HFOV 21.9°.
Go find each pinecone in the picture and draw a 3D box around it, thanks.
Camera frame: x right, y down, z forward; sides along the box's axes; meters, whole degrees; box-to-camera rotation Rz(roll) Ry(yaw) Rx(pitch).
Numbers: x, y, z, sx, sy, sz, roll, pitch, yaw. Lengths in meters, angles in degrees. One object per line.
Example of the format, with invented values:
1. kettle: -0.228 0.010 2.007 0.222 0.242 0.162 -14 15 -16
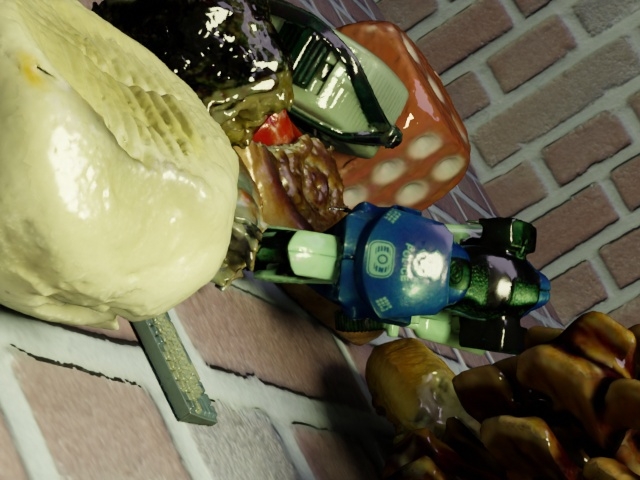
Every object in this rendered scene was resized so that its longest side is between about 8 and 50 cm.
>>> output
1. pinecone: 0.205 0.262 1.109 0.398 0.397 0.398 54 12 -17

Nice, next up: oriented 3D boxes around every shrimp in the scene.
1. shrimp: -0.132 -0.101 1.308 0.287 0.068 0.185 55 10 -5

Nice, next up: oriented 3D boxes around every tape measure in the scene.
1. tape measure: -0.022 -0.168 1.719 0.207 0.115 0.235 30 -3 31

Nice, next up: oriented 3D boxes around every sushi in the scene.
1. sushi: -0.115 -0.097 1.108 0.147 0.212 0.115 -11 80 -39

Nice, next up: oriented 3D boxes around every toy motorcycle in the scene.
1. toy motorcycle: 0.074 0.027 1.421 0.331 0.196 0.125 11 85 -49

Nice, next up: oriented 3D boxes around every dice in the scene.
1. dice: 0.058 -0.130 1.903 0.174 0.175 0.179 42 23 -53

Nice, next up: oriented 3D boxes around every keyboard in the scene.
1. keyboard: -0.118 0.046 1.121 0.176 0.014 0.055 62 9 19

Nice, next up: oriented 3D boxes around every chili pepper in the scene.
1. chili pepper: -0.047 -0.099 1.651 0.070 0.073 0.123 12 -26 39

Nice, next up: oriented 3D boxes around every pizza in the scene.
1. pizza: 0.093 0.160 1.432 0.258 0.087 0.268 64 -3 -32

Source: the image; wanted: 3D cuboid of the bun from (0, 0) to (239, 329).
1. bun: -0.151 -0.043 0.919 0.229 0.145 0.229 36 14 -10

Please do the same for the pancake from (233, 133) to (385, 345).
1. pancake: 0.000 0.000 1.554 0.257 0.056 0.212 -12 82 -64
